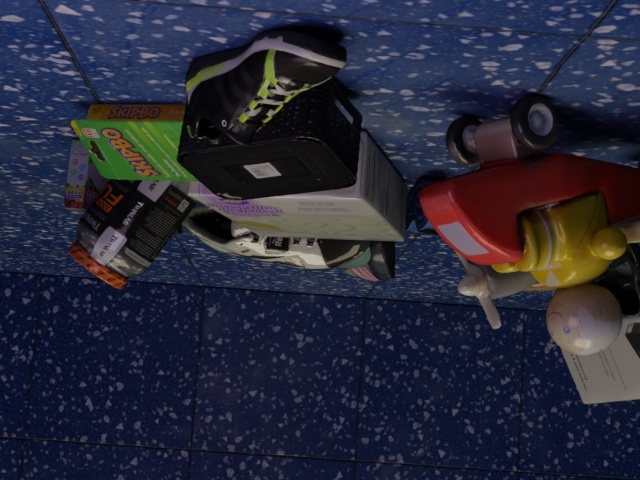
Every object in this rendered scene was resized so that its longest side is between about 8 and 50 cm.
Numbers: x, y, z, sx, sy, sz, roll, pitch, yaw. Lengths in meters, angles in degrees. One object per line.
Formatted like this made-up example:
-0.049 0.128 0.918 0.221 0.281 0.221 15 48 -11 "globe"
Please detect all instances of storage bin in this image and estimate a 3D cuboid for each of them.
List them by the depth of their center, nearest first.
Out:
-0.055 -0.112 1.253 0.180 0.084 0.122 -6 154 25 "storage bin"

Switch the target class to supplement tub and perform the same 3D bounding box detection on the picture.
-0.257 -0.034 1.562 0.117 0.190 0.117 36 177 2 "supplement tub"

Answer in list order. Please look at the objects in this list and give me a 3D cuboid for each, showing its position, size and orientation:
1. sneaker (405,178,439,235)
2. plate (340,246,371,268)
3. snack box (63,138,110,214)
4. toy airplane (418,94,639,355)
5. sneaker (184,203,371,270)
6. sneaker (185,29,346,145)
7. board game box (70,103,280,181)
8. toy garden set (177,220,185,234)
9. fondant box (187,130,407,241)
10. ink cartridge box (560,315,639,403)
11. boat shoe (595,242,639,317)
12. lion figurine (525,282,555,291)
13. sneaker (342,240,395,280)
0.188 -0.049 1.730 0.090 0.081 0.232 2 178 -3 "sneaker"
0.000 0.000 2.013 0.188 0.024 0.188 21 152 12 "plate"
-0.315 -0.083 1.636 0.037 0.100 0.141 2 172 21 "snack box"
0.328 0.002 1.328 0.384 0.272 0.386 1 171 14 "toy airplane"
-0.078 -0.018 1.890 0.331 0.122 0.146 0 172 24 "sneaker"
-0.057 -0.142 1.130 0.084 0.097 0.235 10 170 -36 "sneaker"
-0.171 -0.120 1.404 0.259 0.039 0.124 0 146 13 "board game box"
-0.171 -0.023 2.139 0.244 0.049 0.204 0 171 25 "toy garden set"
-0.021 -0.072 1.596 0.238 0.096 0.330 2 170 14 "fondant box"
0.656 0.138 1.956 0.285 0.166 0.395 -30 -171 -40 "ink cartridge box"
0.422 0.024 1.741 0.127 0.113 0.340 -5 151 32 "boat shoe"
0.456 0.043 2.122 0.240 0.142 0.392 -6 -176 12 "lion figurine"
0.077 0.027 2.157 0.131 0.112 0.319 0 170 4 "sneaker"
